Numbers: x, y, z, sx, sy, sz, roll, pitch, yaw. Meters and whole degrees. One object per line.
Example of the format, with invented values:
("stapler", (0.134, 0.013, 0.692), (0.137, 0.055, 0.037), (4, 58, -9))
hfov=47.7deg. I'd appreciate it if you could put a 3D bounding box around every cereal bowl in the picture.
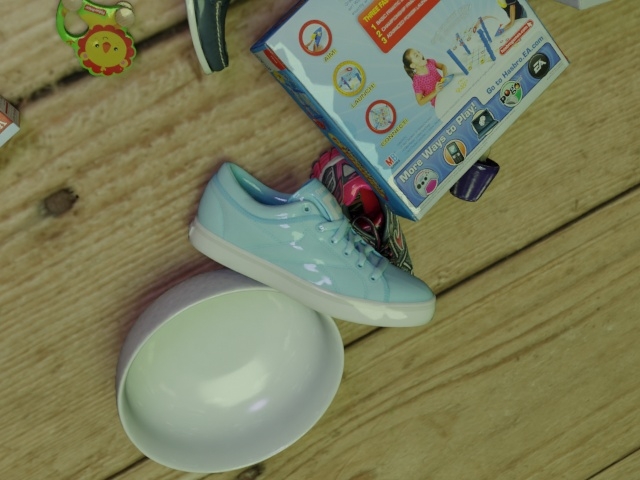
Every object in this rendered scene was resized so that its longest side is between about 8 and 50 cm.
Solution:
("cereal bowl", (-0.143, 0.180, 1.103), (0.339, 0.141, 0.339), (-10, 120, -17))

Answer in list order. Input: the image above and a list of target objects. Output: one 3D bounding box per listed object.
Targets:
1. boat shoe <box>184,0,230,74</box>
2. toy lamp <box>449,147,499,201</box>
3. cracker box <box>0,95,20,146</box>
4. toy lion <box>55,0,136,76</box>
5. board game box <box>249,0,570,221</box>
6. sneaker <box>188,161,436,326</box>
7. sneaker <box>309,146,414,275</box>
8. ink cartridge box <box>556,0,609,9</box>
("boat shoe", (-0.128, -0.328, 0.865), (0.079, 0.095, 0.254), (-8, 111, -6))
("toy lamp", (0.264, -0.192, 1.112), (0.080, 0.080, 0.274), (5, 112, -25))
("cracker box", (-0.484, -0.164, 0.816), (0.156, 0.067, 0.232), (-40, 124, 3))
("toy lion", (-0.273, -0.250, 0.883), (0.100, 0.034, 0.096), (12, 119, -27))
("board game box", (0.123, -0.239, 0.946), (0.308, 0.086, 0.302), (-45, 109, -7))
("sneaker", (0.000, 0.000, 0.993), (0.366, 0.135, 0.150), (21, 111, 2))
("sneaker", (0.073, 0.002, 1.116), (0.121, 0.112, 0.299), (-32, 125, -4))
("ink cartridge box", (0.341, -0.388, 0.959), (0.153, 0.208, 0.087), (-20, 126, -11))
